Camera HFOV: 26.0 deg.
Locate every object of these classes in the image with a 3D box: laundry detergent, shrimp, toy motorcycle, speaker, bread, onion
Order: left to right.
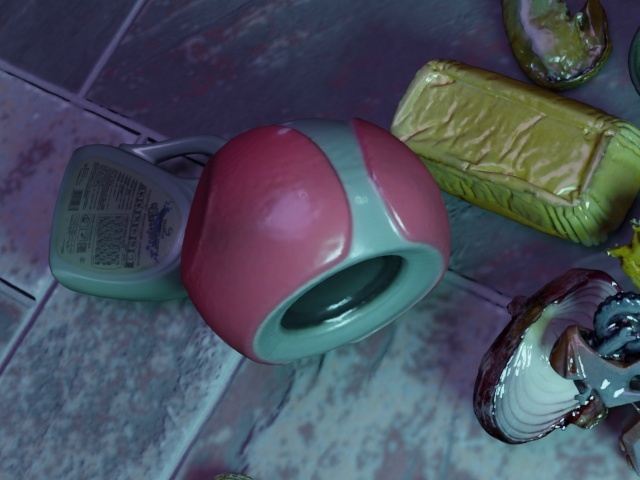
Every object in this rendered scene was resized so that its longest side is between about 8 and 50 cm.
[{"bbox_3d":[-0.184,-0.032,1.700,0.280,0.105,0.215,-3,65,23],"label":"laundry detergent"},{"bbox_3d":[0.000,0.000,1.505,0.294,0.294,0.294,-9,65,19],"label":"speaker"},{"bbox_3d":[0.220,-0.106,1.559,0.288,0.119,0.152,24,82,30],"label":"bread"},{"bbox_3d":[0.268,-0.301,1.657,0.117,0.066,0.262,-11,78,2],"label":"shrimp"},{"bbox_3d":[0.239,0.126,1.466,0.206,0.151,0.098,-43,24,-10],"label":"onion"},{"bbox_3d":[0.303,0.148,1.384,0.118,0.212,0.084,-19,24,17],"label":"toy motorcycle"}]

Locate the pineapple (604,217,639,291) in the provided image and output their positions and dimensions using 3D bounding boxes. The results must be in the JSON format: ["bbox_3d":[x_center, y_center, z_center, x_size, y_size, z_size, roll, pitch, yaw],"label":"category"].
[{"bbox_3d":[0.407,0.064,1.407,0.135,0.079,0.233,-23,75,-32],"label":"pineapple"}]

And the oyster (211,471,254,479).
[{"bbox_3d":[-0.090,0.298,1.571,0.080,0.038,0.083,-33,85,18],"label":"oyster"}]

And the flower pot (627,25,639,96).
[{"bbox_3d":[0.420,-0.179,1.516,0.157,0.107,0.157,-7,67,16],"label":"flower pot"}]
